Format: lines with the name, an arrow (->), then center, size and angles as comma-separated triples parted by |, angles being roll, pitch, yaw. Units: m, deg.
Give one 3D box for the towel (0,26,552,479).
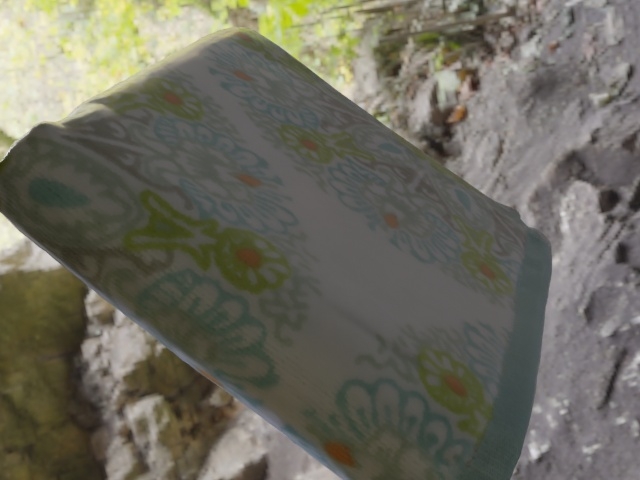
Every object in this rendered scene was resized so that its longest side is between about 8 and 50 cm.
towel -> 0.000, 0.000, 0.722 | 0.320, 0.374, 0.090 | 34, 115, 0
